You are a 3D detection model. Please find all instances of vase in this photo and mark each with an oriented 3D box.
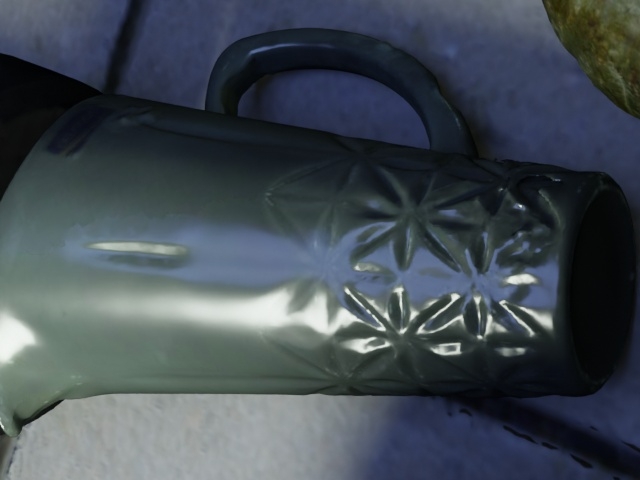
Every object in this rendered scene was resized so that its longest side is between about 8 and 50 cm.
[{"bbox_3d":[0.000,0.000,0.858,0.301,0.156,0.251,5,62,29],"label":"vase"}]

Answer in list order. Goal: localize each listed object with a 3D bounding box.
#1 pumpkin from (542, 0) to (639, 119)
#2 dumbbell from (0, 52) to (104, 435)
[{"bbox_3d":[0.196,-0.136,0.720,0.223,0.157,0.224,-2,86,23],"label":"pumpkin"},{"bbox_3d":[-0.273,-0.035,0.998,0.322,0.204,0.204,23,97,34],"label":"dumbbell"}]
